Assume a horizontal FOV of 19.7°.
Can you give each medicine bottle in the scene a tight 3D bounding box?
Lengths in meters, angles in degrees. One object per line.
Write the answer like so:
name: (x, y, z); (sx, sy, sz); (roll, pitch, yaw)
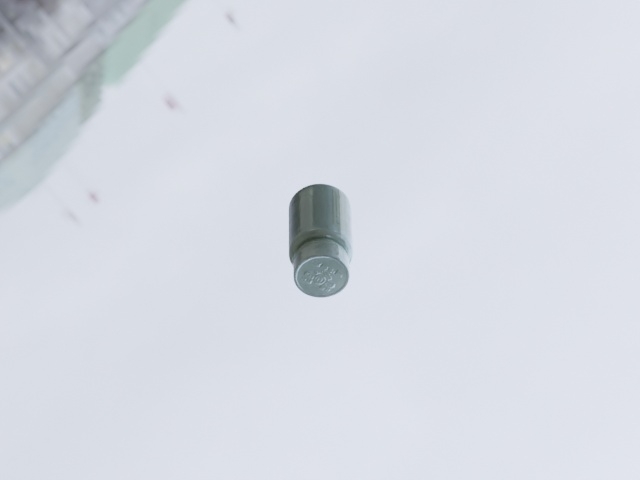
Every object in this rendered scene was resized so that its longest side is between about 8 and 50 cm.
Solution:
medicine bottle: (0.000, 0.000, 1.332); (0.047, 0.047, 0.083); (-33, -147, 24)
